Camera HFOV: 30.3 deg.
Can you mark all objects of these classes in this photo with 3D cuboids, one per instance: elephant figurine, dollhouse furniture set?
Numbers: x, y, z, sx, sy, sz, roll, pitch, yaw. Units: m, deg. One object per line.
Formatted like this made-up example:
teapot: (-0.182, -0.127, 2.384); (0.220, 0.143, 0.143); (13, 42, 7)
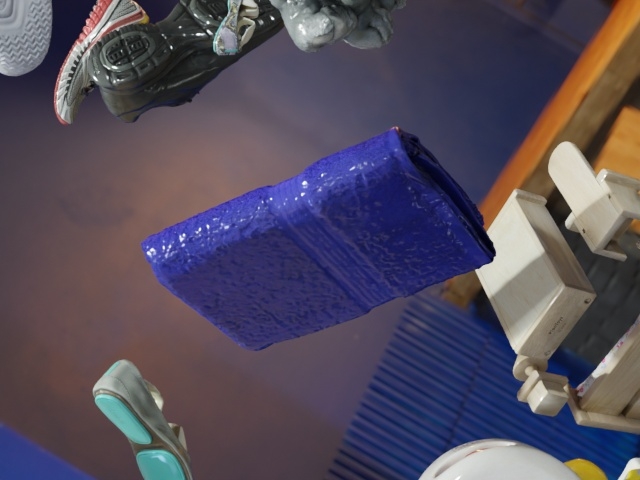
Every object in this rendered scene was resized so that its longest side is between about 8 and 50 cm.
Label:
elephant figurine: (0.037, -0.271, 0.932); (0.239, 0.186, 0.169); (127, 134, -62)
dollhouse furniture set: (0.380, 0.059, 1.403); (0.303, 0.355, 0.174); (-61, 30, 31)

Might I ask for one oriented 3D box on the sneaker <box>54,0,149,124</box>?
sneaker: (-0.343, -0.278, 1.835); (0.225, 0.092, 0.088); (-62, 9, -3)

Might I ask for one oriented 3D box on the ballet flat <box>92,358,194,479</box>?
ballet flat: (-0.193, 0.226, 1.393); (0.213, 0.072, 0.068); (64, -143, -32)

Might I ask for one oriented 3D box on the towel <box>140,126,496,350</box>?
towel: (0.000, 0.000, 1.218); (0.308, 0.227, 0.076); (-23, 49, 20)

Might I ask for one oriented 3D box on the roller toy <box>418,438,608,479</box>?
roller toy: (0.186, 0.300, 1.215); (0.209, 0.191, 0.146); (-64, -1, -4)

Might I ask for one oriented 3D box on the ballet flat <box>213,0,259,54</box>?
ballet flat: (-0.091, -0.253, 1.341); (0.041, 0.041, 0.114); (119, 166, -55)

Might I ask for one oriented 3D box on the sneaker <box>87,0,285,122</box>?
sneaker: (-0.174, -0.253, 1.588); (0.286, 0.109, 0.130); (-25, -30, -14)

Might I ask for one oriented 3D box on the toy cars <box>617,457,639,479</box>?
toy cars: (0.465, 0.249, 1.371); (0.393, 0.087, 0.176); (-30, -47, -6)

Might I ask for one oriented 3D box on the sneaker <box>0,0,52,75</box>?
sneaker: (-0.358, -0.257, 1.104); (0.153, 0.269, 0.101); (-27, 4, 45)
